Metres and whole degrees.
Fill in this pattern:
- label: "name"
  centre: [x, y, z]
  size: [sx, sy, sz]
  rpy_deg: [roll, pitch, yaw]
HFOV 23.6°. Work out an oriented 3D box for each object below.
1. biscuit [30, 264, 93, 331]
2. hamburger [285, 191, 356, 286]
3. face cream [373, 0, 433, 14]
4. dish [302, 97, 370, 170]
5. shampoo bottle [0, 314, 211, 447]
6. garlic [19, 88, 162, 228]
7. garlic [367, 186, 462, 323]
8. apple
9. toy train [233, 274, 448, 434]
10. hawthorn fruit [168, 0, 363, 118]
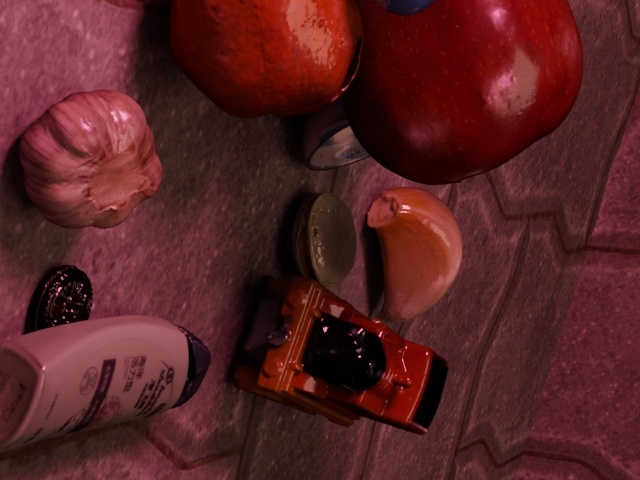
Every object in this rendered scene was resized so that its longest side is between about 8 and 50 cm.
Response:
- label: "biscuit"
  centre: [-0.272, 0.067, 1.614]
  size: [0.087, 0.027, 0.089]
  rpy_deg: [-62, 154, -24]
- label: "hamburger"
  centre: [0.000, 0.000, 2.105]
  size: [0.140, 0.062, 0.133]
  rpy_deg: [24, 68, -61]
- label: "face cream"
  centre: [0.048, -0.353, 1.599]
  size: [0.083, 0.264, 0.149]
  rpy_deg: [-20, 164, -29]
- label: "dish"
  centre: [0.068, -0.183, 2.032]
  size: [0.086, 0.228, 0.236]
  rpy_deg: [65, 6, 11]
- label: "shampoo bottle"
  centre: [-0.234, 0.142, 1.669]
  size: [0.134, 0.078, 0.359]
  rpy_deg: [-62, 158, 13]
- label: "garlic"
  centre: [-0.231, -0.082, 1.517]
  size: [0.159, 0.102, 0.147]
  rpy_deg: [25, 96, -55]
- label: "garlic"
  centre: [0.137, 0.023, 2.384]
  size: [0.164, 0.145, 0.245]
  rpy_deg: [-17, 129, -24]
- label: "apple"
  centre: [0.157, -0.223, 1.781]
  size: [0.288, 0.288, 0.316]
  rpy_deg: [-32, 110, -56]
- label: "toy train"
  centre: [0.035, 0.169, 2.101]
  size: [0.369, 0.232, 0.163]
  rpy_deg: [38, 68, -66]
- label: "hawthorn fruit"
  centre: [-0.067, -0.263, 1.621]
  size: [0.211, 0.211, 0.299]
  rpy_deg: [-53, 144, -37]
